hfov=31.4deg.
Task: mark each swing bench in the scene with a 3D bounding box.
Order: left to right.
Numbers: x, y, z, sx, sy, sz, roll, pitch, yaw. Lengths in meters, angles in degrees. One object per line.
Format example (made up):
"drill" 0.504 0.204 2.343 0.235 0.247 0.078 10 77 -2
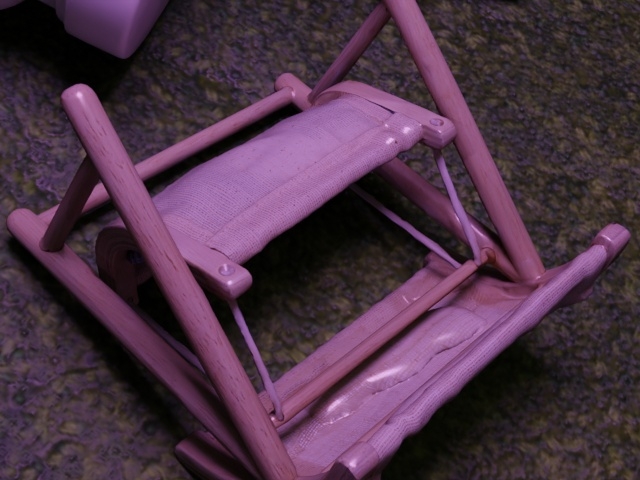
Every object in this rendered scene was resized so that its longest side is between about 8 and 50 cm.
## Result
"swing bench" 0.000 0.000 0.684 0.253 0.165 0.255 -33 82 -36

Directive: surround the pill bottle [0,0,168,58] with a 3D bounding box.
"pill bottle" -0.247 -0.275 0.717 0.363 0.210 0.210 27 53 -5
